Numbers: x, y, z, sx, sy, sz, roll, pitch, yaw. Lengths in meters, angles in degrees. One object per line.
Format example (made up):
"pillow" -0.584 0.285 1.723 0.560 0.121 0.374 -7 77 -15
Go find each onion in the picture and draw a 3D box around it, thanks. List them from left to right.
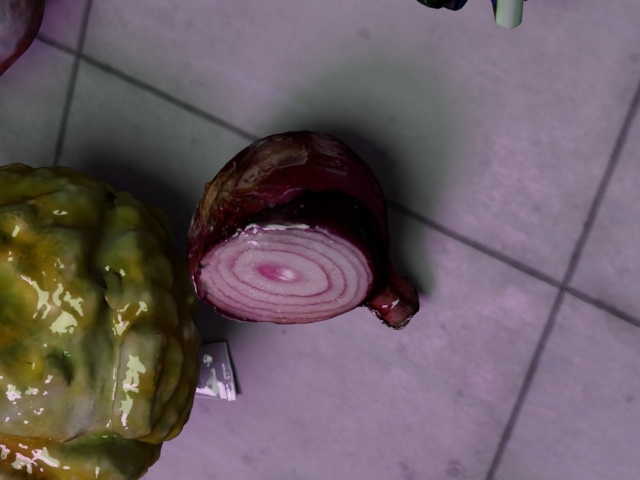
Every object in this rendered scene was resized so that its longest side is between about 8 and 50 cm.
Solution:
"onion" 0.000 0.000 1.488 0.218 0.140 0.195 24 136 -24

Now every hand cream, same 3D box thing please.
"hand cream" -0.182 0.131 1.697 0.216 0.038 0.052 -5 133 24

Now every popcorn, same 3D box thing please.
"popcorn" -0.248 0.070 1.553 0.279 0.274 0.335 -19 90 25

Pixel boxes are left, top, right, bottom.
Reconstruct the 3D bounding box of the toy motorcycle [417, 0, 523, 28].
"toy motorcycle" 0.143 -0.314 1.250 0.125 0.196 0.331 31 134 15

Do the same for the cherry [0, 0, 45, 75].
"cherry" -0.385 -0.198 1.535 0.285 0.236 0.213 -18 129 23
